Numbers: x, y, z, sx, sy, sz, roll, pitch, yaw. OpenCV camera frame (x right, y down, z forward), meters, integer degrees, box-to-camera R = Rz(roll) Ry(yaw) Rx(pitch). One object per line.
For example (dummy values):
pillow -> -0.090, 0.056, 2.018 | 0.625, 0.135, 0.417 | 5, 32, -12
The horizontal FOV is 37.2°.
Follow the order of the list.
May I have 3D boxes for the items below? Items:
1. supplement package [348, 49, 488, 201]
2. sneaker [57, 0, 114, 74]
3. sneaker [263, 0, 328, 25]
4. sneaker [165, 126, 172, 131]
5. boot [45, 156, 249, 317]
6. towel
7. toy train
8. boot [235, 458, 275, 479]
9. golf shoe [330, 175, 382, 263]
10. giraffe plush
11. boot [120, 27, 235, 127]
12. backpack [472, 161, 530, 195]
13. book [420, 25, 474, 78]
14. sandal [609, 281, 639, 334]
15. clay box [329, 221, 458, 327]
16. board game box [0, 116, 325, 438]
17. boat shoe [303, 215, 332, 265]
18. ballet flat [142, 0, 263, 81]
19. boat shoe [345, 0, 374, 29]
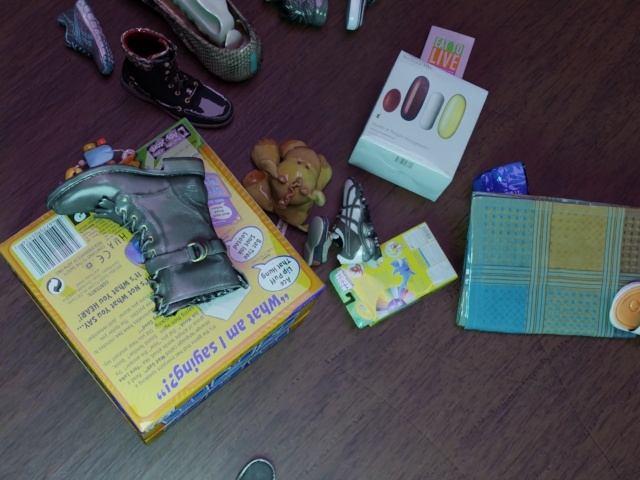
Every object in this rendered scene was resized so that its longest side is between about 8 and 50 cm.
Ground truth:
supplement package -> 0.190, -0.222, 1.864 | 0.194, 0.149, 0.203 | 24, 73, -2
sneaker -> -0.462, -0.391, 1.864 | 0.076, 0.065, 0.166 | -26, 76, 2
sneaker -> -0.054, -0.554, 1.951 | 0.130, 0.087, 0.227 | 2, 80, -15
sneaker -> -0.234, -0.149, 1.811 | 0.070, 0.084, 0.185 | -35, 83, -16
boot -> -0.252, 0.002, 1.389 | 0.263, 0.091, 0.228 | -11, 76, -14
towel -> 0.453, 0.051, 1.844 | 0.370, 0.040, 0.271 | 4, 98, -10
toy train -> -0.418, -0.107, 1.793 | 0.125, 0.046, 0.166 | 26, 75, -2
boot -> -0.118, 0.455, 1.594 | 0.076, 0.208, 0.189 | 24, 72, -2
golf shoe -> 0.053, -0.039, 1.816 | 0.094, 0.077, 0.198 | -19, 49, 8
giraffe plush -> -0.056, -0.112, 1.783 | 0.182, 0.170, 0.210 | 3, 74, -8
boot -> -0.273, -0.304, 1.798 | 0.236, 0.178, 0.085 | 24, 72, -1
backpack -> 0.360, -0.085, 1.883 | 0.101, 0.098, 0.120 | -13, 90, -3
book -> 0.254, -0.368, 1.979 | 0.096, 0.035, 0.144 | 19, 74, 1
sandal -> 0.690, 0.147, 1.845 | 0.265, 0.076, 0.101 | 12, 95, -18
clay box -> 0.136, 0.071, 1.823 | 0.222, 0.053, 0.127 | -27, 78, -13
board game box -> -0.261, 0.086, 1.598 | 0.357, 0.356, 0.356 | -38, 83, -17
boat shoe -> 0.000, 0.000, 1.782 | 0.043, 0.137, 0.049 | -8, 54, -18
ballet flat -> -0.287, -0.517, 1.855 | 0.164, 0.182, 0.483 | -43, 84, -16
boat shoe -> 0.102, -0.537, 1.981 | 0.076, 0.080, 0.228 | 11, 66, -4
